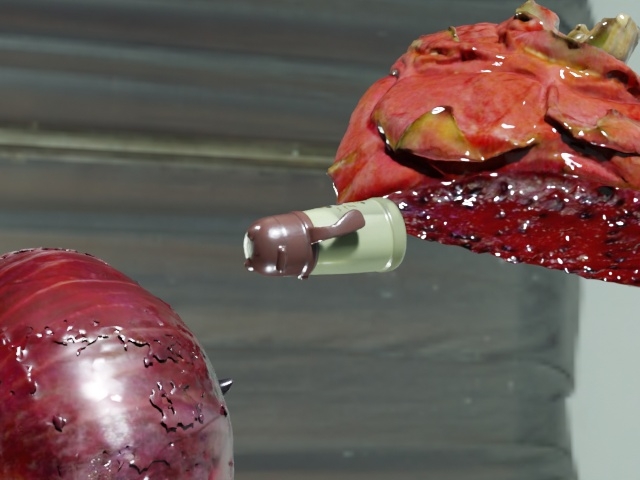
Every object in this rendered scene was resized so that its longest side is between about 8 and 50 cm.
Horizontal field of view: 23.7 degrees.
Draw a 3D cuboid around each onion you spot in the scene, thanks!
[{"bbox_3d":[-0.168,0.126,0.866,0.252,0.219,0.252,-4,85,57],"label":"onion"}]

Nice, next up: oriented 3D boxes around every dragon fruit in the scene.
[{"bbox_3d":[0.178,-0.099,1.123,0.152,0.317,0.205,135,140,-54],"label":"dragon fruit"}]

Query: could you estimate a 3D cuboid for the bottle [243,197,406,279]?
[{"bbox_3d":[0.001,-0.001,0.929,0.047,0.101,0.063,65,147,32],"label":"bottle"}]
